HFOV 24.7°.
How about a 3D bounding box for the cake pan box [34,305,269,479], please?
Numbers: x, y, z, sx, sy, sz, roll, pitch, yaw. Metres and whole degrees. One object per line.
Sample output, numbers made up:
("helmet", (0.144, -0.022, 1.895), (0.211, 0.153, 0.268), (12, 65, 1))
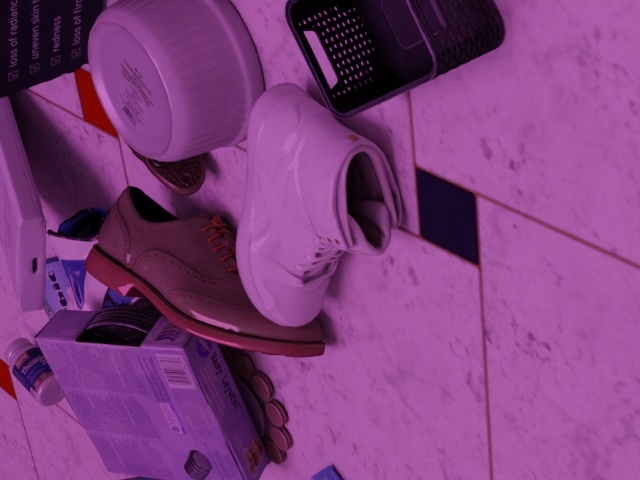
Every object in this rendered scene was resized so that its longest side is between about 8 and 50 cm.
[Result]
("cake pan box", (-0.219, 0.205, 1.901), (0.246, 0.070, 0.266), (-1, 128, 31))

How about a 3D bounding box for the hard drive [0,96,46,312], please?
("hard drive", (-0.444, -0.079, 2.076), (0.203, 0.040, 0.307), (104, 150, -49))

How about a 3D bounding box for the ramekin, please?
("ramekin", (-0.166, -0.185, 1.611), (0.207, 0.109, 0.207), (36, 141, 36))

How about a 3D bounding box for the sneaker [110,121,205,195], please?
("sneaker", (-0.195, -0.117, 1.771), (0.188, 0.066, 0.071), (52, 165, 26))

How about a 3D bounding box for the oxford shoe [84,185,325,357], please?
("oxford shoe", (-0.134, 0.037, 1.735), (0.348, 0.123, 0.130), (23, 100, 27))

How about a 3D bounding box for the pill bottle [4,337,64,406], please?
("pill bottle", (-0.473, 0.216, 2.432), (0.120, 0.067, 0.067), (40, 143, 32))

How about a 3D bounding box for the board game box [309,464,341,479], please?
("board game box", (0.043, 0.405, 1.843), (0.211, 0.039, 0.160), (52, 148, 18))

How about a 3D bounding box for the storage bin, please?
("storage bin", (0.062, -0.192, 1.289), (0.180, 0.084, 0.122), (-18, 99, 60))

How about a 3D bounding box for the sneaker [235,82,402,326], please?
("sneaker", (0.000, 0.000, 1.514), (0.169, 0.108, 0.292), (37, 140, 40))

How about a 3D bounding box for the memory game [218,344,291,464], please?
("memory game", (-0.100, 0.216, 1.930), (0.186, 0.012, 0.186), (36, 141, 36))

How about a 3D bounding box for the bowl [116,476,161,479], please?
("bowl", (-0.262, 0.484, 2.240), (0.311, 0.163, 0.311), (36, 141, 35))

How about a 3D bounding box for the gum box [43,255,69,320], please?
("gum box", (-0.365, 0.097, 2.200), (0.184, 0.041, 0.157), (-11, 106, 59))

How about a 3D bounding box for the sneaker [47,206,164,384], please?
("sneaker", (-0.298, 0.058, 2.005), (0.182, 0.127, 0.315), (57, 141, 16))

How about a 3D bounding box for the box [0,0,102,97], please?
("box", (-0.504, -0.371, 1.610), (0.297, 0.472, 0.480), (46, 146, 24))
